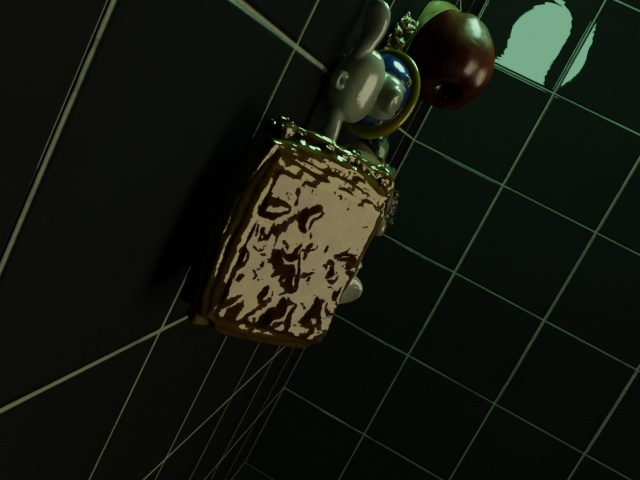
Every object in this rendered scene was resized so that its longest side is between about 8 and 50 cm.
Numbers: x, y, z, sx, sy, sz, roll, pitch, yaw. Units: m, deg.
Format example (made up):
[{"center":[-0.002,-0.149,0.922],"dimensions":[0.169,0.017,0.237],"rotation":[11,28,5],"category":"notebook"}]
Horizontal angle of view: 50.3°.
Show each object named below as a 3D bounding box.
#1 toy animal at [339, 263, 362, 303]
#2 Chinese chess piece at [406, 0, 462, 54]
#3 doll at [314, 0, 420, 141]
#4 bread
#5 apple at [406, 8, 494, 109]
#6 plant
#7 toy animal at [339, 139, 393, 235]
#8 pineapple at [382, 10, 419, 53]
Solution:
[{"center":[-0.070,0.068,1.280],"dimensions":[0.265,0.271,0.206],"rotation":[-19,113,-59],"category":"toy animal"},{"center":[0.307,-0.555,1.936],"dimensions":[0.251,0.097,0.251],"rotation":[-59,171,-16],"category":"Chinese chess piece"},{"center":[0.089,-0.266,1.333],"dimensions":[0.311,0.159,0.242],"rotation":[-58,173,-2],"category":"doll"},{"center":[-0.064,-0.013,1.046],"dimensions":[0.277,0.167,0.325],"rotation":[20,93,-41],"category":"bread"},{"center":[0.315,-0.441,1.655],"dimensions":[0.234,0.234,0.234],"rotation":[-59,172,-14],"category":"apple"},{"center":[0.161,-0.175,2.004],"dimensions":[0.146,0.149,0.275],"rotation":[-13,-109,59],"category":"plant"},{"center":[0.080,-0.125,1.592],"dimensions":[0.229,0.210,0.221],"rotation":[-18,-159,49],"category":"toy animal"},{"center":[0.179,-0.450,1.669],"dimensions":[0.221,0.047,0.221],"rotation":[-60,173,-13],"category":"pineapple"}]
